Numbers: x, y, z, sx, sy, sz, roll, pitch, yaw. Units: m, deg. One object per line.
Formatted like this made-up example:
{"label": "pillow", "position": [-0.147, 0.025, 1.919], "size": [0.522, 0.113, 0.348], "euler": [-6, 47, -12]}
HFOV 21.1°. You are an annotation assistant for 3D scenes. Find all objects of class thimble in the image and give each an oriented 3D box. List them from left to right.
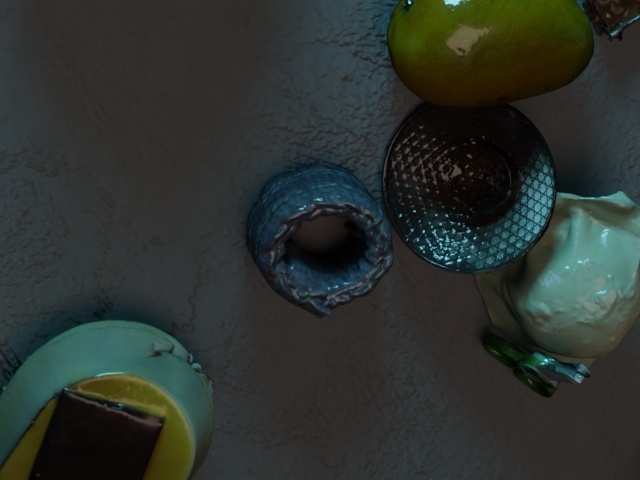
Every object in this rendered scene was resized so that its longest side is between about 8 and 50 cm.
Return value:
{"label": "thimble", "position": [-0.001, -0.002, 1.818], "size": [0.150, 0.098, 0.150], "euler": [-6, 117, -12]}

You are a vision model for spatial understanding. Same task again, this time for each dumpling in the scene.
{"label": "dumpling", "position": [0.262, 0.042, 1.893], "size": [0.193, 0.147, 0.258], "euler": [15, 130, 9]}

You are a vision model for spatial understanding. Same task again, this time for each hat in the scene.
{"label": "hat", "position": [0.167, -0.064, 1.846], "size": [0.193, 0.082, 0.193], "euler": [3, 99, 19]}

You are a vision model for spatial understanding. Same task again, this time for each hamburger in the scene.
{"label": "hamburger", "position": [-0.247, 0.223, 1.844], "size": [0.227, 0.151, 0.295], "euler": [32, 109, -20]}

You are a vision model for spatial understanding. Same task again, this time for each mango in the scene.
{"label": "mango", "position": [0.175, -0.210, 1.744], "size": [0.221, 0.120, 0.151], "euler": [-8, 126, -13]}

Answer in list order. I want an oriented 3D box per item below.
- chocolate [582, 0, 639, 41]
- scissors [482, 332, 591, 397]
{"label": "chocolate", "position": [0.406, -0.332, 1.773], "size": [0.329, 0.065, 0.102], "euler": [-36, 151, 4]}
{"label": "scissors", "position": [0.248, 0.143, 1.895], "size": [0.101, 0.204, 0.027], "euler": [39, 80, -12]}
